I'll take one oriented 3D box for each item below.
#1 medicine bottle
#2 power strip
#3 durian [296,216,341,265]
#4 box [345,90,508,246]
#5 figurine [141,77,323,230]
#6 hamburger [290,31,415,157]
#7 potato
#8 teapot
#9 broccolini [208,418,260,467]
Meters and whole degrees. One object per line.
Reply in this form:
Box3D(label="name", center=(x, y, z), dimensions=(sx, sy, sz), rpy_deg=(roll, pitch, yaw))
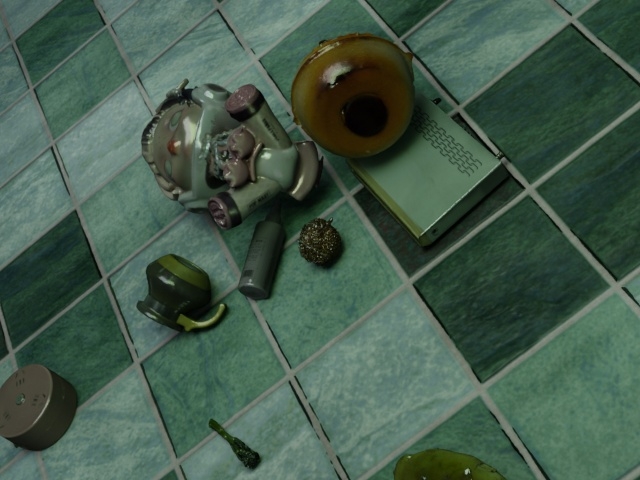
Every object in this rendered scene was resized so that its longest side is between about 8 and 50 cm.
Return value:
Box3D(label="medicine bottle", center=(-0.098, 0.008, 2.019), dimensions=(0.057, 0.057, 0.199), rpy_deg=(-6, 56, 32))
Box3D(label="power strip", center=(-0.539, 0.314, 2.096), dimensions=(0.154, 0.078, 0.154), rpy_deg=(-18, 51, 23))
Box3D(label="durian", center=(0.000, 0.000, 1.940), dimensions=(0.091, 0.080, 0.080), rpy_deg=(-57, 42, 17))
Box3D(label="box", center=(0.182, -0.130, 1.928), dimensions=(0.211, 0.045, 0.270), rpy_deg=(-43, 44, 1))
Box3D(label="figurine", center=(-0.185, -0.154, 2.075), dimensions=(0.361, 0.211, 0.253), rpy_deg=(18, 85, 50))
Box3D(label="hamburger", center=(0.057, -0.246, 1.909), dimensions=(0.237, 0.237, 0.147), rpy_deg=(-35, 32, 10))
Box3D(label="potato", center=(0.185, 0.352, 1.548), dimensions=(0.225, 0.090, 0.117), rpy_deg=(17, 76, 49))
Box3D(label="teapot", center=(-0.252, 0.104, 2.027), dimensions=(0.165, 0.130, 0.119), rpy_deg=(31, 95, 13))
Box3D(label="broccolini", center=(-0.148, 0.329, 1.840), dimensions=(0.030, 0.035, 0.140), rpy_deg=(-48, 43, -9))
